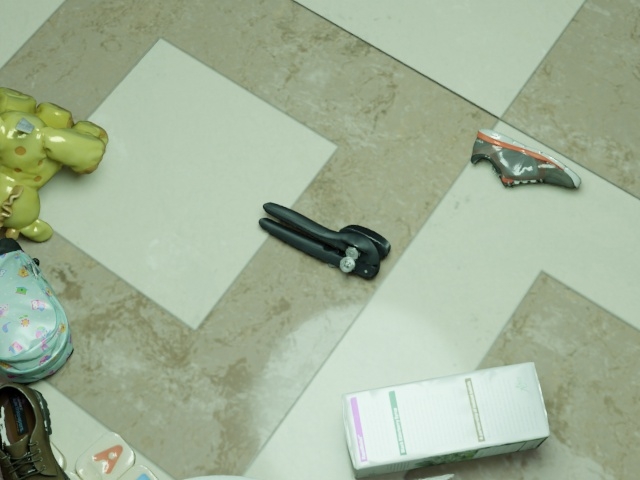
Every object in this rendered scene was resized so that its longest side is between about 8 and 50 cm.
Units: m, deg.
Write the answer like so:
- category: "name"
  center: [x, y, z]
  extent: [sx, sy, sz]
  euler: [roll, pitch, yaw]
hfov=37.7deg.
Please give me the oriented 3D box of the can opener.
- category: "can opener"
  center: [0.000, 0.000, 1.266]
  extent: [0.186, 0.073, 0.059]
  euler: [18, 109, 13]

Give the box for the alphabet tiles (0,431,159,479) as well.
- category: "alphabet tiles"
  center: [-0.306, 0.384, 1.136]
  extent: [0.278, 0.021, 0.284]
  euler: [-42, 71, -13]

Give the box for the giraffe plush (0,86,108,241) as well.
- category: "giraffe plush"
  center: [-0.403, -0.091, 1.273]
  extent: [0.181, 0.210, 0.171]
  euler: [26, 104, 0]

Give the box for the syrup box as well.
- category: "syrup box"
  center: [0.147, 0.220, 1.140]
  extent: [0.236, 0.093, 0.096]
  euler: [-9, 68, 0]

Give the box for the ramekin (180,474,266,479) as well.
- category: "ramekin"
  center: [-0.086, 0.385, 0.994]
  extent: [0.277, 0.277, 0.135]
  euler: [16, 109, 9]

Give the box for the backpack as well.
- category: "backpack"
  center: [-0.404, 0.099, 1.207]
  extent: [0.152, 0.115, 0.182]
  euler: [-38, 74, -15]

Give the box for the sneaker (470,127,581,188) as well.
- category: "sneaker"
  center: [0.280, -0.098, 1.294]
  extent: [0.157, 0.061, 0.065]
  euler: [27, 98, 14]

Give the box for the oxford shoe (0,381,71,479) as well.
- category: "oxford shoe"
  center: [-0.352, 0.276, 1.121]
  extent: [0.082, 0.096, 0.227]
  euler: [-24, 70, -8]
